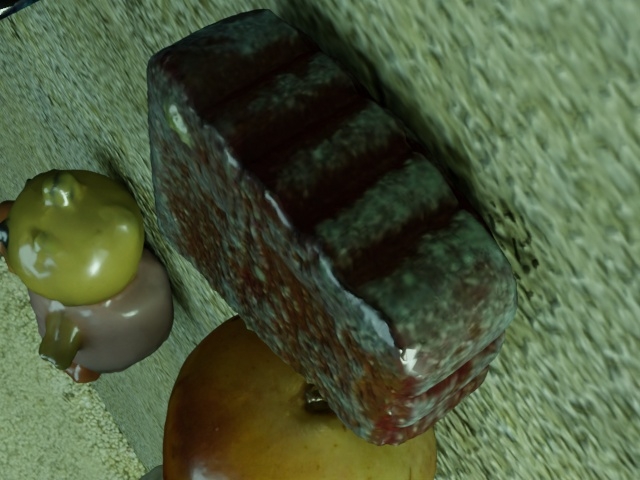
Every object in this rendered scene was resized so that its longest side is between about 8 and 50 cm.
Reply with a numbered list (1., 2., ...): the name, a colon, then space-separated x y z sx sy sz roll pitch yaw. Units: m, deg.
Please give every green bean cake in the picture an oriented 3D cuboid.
1. green bean cake: 0.000 0.000 0.576 0.232 0.097 0.198 47 157 24

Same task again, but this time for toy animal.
1. toy animal: -0.251 0.029 1.120 0.169 0.195 0.281 3 141 16

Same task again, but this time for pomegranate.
1. pomegranate: -0.015 0.134 0.703 0.191 0.191 0.191 47 158 26

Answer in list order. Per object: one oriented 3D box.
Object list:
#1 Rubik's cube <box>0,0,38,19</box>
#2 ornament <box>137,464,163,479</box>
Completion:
1. Rubik's cube: -0.134 -0.212 0.444 0.167 0.183 0.180 25 142 53
2. ornament: -0.083 0.375 0.995 0.337 0.337 0.337 47 158 26
